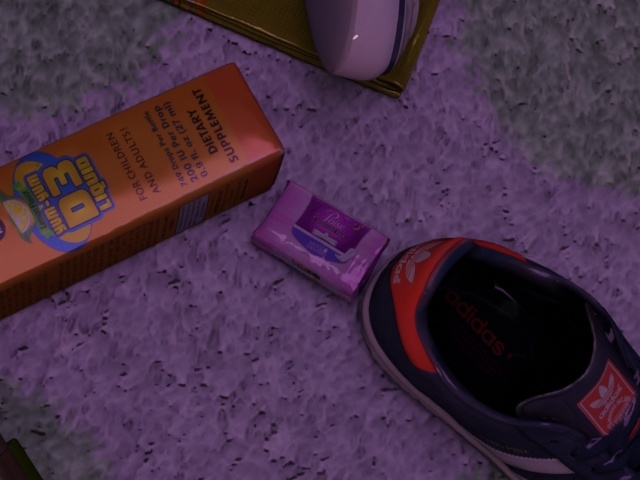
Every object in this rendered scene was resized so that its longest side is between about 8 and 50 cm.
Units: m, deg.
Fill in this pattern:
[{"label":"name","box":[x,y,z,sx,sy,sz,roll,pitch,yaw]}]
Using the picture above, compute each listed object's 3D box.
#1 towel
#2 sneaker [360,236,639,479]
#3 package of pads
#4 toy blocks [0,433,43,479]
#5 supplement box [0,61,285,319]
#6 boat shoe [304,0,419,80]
[{"label":"towel","box":[-0.034,-0.189,1.281,0.237,0.021,0.102,23,74,-4]},{"label":"sneaker","box":[0.183,0.119,1.174,0.350,0.148,0.131,33,73,-1]},{"label":"package of pads","box":[0.000,0.000,1.226,0.083,0.032,0.050,30,73,10]},{"label":"toy blocks","box":[-0.297,0.196,1.068,0.261,0.191,0.381,-32,93,-3]},{"label":"supplement box","box":[-0.144,-0.028,1.190,0.233,0.080,0.078,-27,80,-13]},{"label":"boat shoe","box":[0.074,-0.268,1.265,0.156,0.136,0.367,7,60,-15]}]
